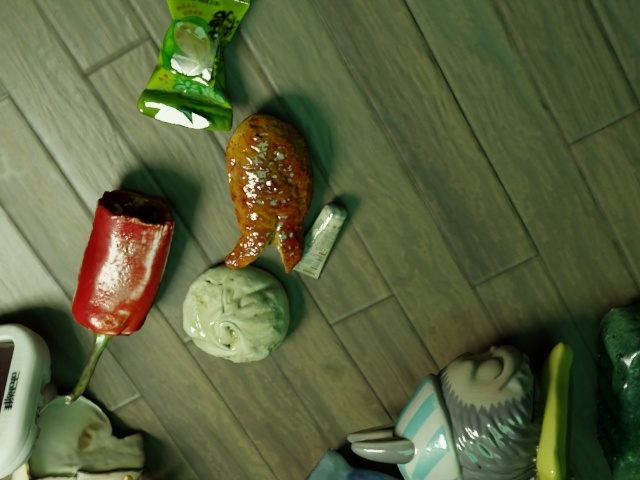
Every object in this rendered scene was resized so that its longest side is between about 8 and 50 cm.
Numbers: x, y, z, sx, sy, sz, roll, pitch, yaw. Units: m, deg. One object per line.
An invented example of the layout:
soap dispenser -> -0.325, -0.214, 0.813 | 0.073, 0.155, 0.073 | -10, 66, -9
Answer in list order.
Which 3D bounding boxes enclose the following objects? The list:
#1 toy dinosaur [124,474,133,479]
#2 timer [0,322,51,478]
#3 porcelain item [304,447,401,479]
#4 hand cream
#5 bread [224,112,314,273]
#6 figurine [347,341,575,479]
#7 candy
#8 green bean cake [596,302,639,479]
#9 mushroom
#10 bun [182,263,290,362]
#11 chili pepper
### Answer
toy dinosaur -> -0.324, 0.465, 1.753 | 0.117, 0.070, 0.288 | -20, 155, 24
timer -> -0.557, 0.271, 1.633 | 0.237, 0.262, 0.087 | -8, 149, 20
porcelain item -> 0.132, 0.541, 1.704 | 0.405, 0.242, 0.178 | 35, 131, 9
hand cream -> 0.000, 0.000, 1.632 | 0.061, 0.039, 0.143 | 22, 120, -15
bread -> -0.081, -0.068, 1.568 | 0.139, 0.095, 0.268 | 2, 107, -2
figurine -> 0.241, 0.336, 1.687 | 0.378, 0.266, 0.361 | 2, 132, 18
candy -> -0.184, -0.292, 1.496 | 0.149, 0.069, 0.246 | 14, 117, 1
green bean cake -> 0.621, 0.248, 1.648 | 0.308, 0.169, 0.300 | -4, 114, 2
mushroom -> -0.447, 0.376, 1.746 | 0.236, 0.162, 0.173 | 7, 144, -40
bun -> -0.139, 0.127, 1.646 | 0.183, 0.102, 0.183 | 0, 110, -1
chili pepper -> -0.335, 0.091, 1.619 | 0.135, 0.131, 0.338 | 6, 110, -29
